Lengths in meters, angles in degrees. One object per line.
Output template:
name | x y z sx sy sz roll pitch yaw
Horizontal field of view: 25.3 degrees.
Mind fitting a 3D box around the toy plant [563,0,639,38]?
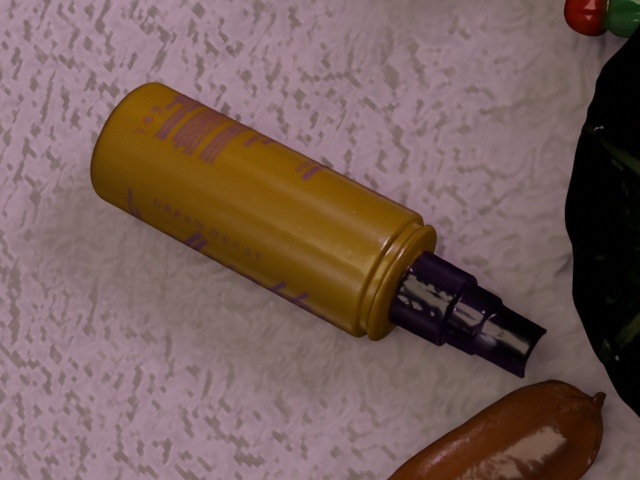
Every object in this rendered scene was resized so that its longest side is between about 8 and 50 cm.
toy plant | 0.186 -0.182 0.764 0.240 0.088 0.154 -29 68 12

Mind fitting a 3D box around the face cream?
face cream | 0.000 0.000 0.801 0.273 0.078 0.078 28 91 18

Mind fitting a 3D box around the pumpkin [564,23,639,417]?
pumpkin | 0.270 -0.015 0.656 0.296 0.296 0.296 -2 81 16

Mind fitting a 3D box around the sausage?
sausage | 0.079 0.134 0.772 0.183 0.054 0.062 -36 42 11
